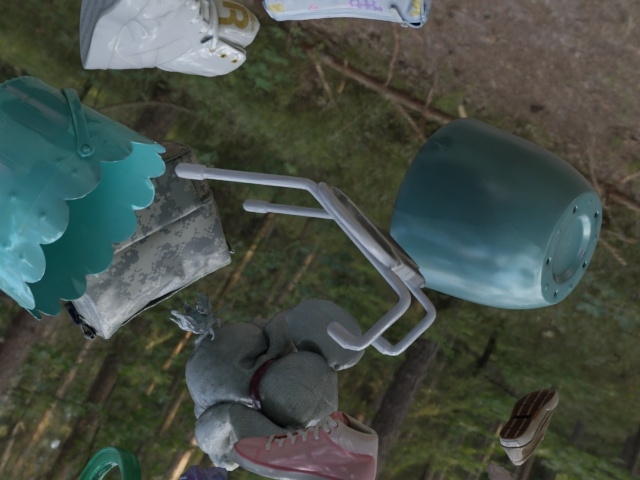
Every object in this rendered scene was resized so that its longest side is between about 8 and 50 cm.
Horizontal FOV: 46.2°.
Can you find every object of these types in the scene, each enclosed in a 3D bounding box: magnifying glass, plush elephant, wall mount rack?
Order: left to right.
[{"bbox_3d":[-0.191,0.282,0.624,0.092,0.230,0.026,-36,131,29],"label":"magnifying glass"},{"bbox_3d":[-0.059,0.223,1.120,0.256,0.271,0.330,24,155,35],"label":"plush elephant"},{"bbox_3d":[0.000,0.000,0.909,0.304,0.130,0.350,49,-174,18],"label":"wall mount rack"}]

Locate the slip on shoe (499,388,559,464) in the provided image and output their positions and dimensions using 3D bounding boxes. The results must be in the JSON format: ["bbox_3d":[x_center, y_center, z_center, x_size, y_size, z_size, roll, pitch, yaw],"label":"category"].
[{"bbox_3d":[0.274,0.238,0.971,0.052,0.135,0.041,-12,103,37],"label":"slip on shoe"}]

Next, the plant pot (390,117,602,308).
[{"bbox_3d":[0.293,-0.024,1.186,0.235,0.292,0.293,26,172,38],"label":"plant pot"}]

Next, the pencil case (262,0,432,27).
[{"bbox_3d":[0.046,-0.406,1.193,0.273,0.124,0.113,7,-170,14],"label":"pencil case"}]

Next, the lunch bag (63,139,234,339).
[{"bbox_3d":[-0.323,0.000,1.304,0.213,0.305,0.255,18,135,59],"label":"lunch bag"}]

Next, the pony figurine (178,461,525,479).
[{"bbox_3d":[-0.015,0.326,0.582,0.364,0.350,0.303,17,-174,43],"label":"pony figurine"}]

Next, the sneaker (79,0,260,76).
[{"bbox_3d":[-0.131,-0.243,0.733,0.169,0.108,0.293,0,172,-25],"label":"sneaker"}]

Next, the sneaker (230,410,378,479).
[{"bbox_3d":[-0.011,0.182,0.682,0.135,0.070,0.051,12,-174,5],"label":"sneaker"}]

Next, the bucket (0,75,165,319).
[{"bbox_3d":[-0.348,-0.060,0.953,0.183,0.281,0.281,34,170,1],"label":"bucket"}]
